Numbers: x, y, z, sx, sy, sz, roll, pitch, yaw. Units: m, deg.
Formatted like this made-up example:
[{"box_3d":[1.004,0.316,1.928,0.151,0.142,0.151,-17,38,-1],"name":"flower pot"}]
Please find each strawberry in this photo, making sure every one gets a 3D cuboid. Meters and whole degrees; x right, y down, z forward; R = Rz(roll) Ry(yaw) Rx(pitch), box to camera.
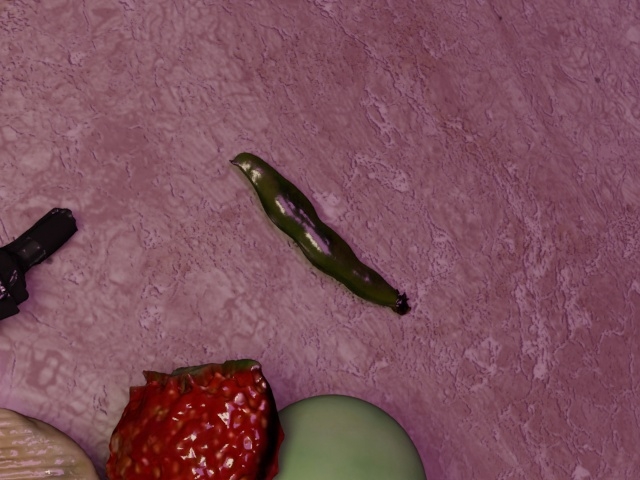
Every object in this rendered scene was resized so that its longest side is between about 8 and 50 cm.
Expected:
[{"box_3d":[-0.150,0.264,1.226,0.138,0.233,0.306,22,68,-31],"name":"strawberry"}]

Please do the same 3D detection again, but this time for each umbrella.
[{"box_3d":[-0.370,0.072,1.261,0.118,0.118,0.340,48,48,-7],"name":"umbrella"}]

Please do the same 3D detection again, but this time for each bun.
[{"box_3d":[-0.317,0.278,1.211,0.210,0.116,0.237,-17,68,-27],"name":"bun"}]

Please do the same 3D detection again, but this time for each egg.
[{"box_3d":[0.004,0.299,1.307,0.220,0.220,0.269,20,79,-20],"name":"egg"}]

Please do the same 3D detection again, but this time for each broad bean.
[{"box_3d":[-0.001,0.001,1.499,0.297,0.043,0.060,45,49,-9],"name":"broad bean"}]
